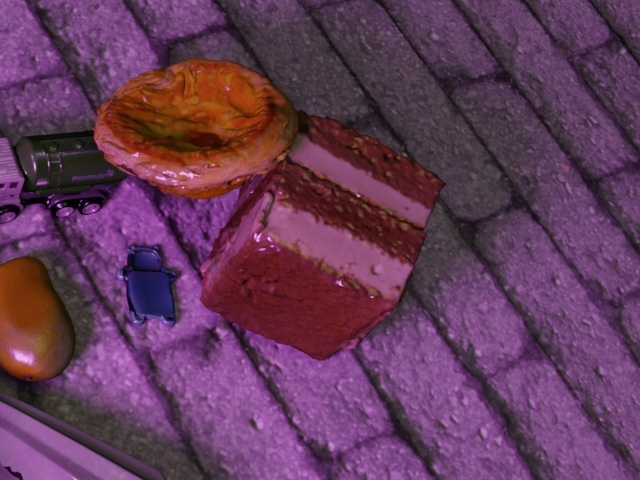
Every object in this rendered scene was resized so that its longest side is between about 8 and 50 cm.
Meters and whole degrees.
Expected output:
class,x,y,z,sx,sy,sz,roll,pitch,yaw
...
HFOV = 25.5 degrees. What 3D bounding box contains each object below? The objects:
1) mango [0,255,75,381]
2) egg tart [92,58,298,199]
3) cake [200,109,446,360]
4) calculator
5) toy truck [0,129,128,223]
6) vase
class,x,y,z,sx,sy,sz,roll,pitch,yaw
mango,-0.408,0.110,1.941,0.122,0.086,0.191,-18,58,-24
egg tart,-0.177,-0.147,2.035,0.294,0.116,0.295,0,40,0
cake,0.000,0.000,2.118,0.282,0.256,0.290,27,54,-11
calculator,-0.255,0.065,2.088,0.094,0.019,0.141,4,56,-26
toy truck,-0.396,-0.102,2.060,0.242,0.125,0.101,-9,64,-31
vase,-0.358,0.288,1.803,0.360,0.165,0.165,34,49,3
